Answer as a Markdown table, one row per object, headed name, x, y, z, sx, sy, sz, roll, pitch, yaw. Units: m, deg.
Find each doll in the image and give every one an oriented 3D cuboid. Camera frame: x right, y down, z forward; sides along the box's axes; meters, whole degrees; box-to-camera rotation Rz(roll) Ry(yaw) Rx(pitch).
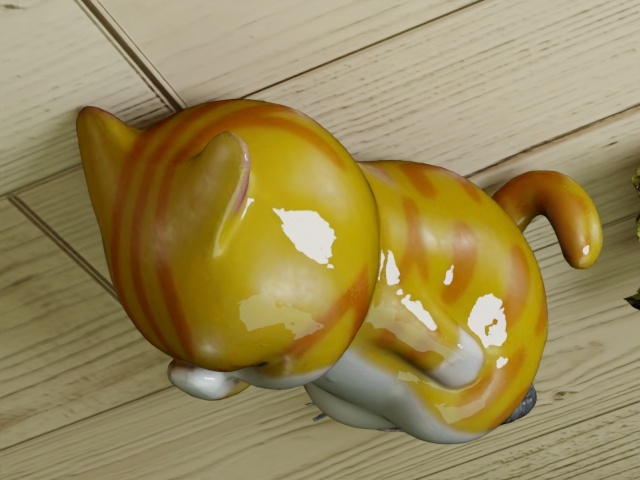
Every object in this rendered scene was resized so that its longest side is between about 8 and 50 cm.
| name | x | y | z | sx | sy | sz | roll | pitch | yaw |
| --- | --- | --- | --- | --- | --- | --- | --- | --- | --- |
| doll | 0.005 | 0.019 | 1.018 | 0.270 | 0.162 | 0.167 | 14 | 170 | -43 |

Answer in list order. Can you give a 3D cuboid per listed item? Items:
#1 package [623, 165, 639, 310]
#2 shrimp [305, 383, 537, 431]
| name | x | y | z | sx | sy | sz | roll | pitch | yaw |
| --- | --- | --- | --- | --- | --- | --- | --- | --- | --- |
| package | 0.285 | -0.023 | 1.110 | 0.226 | 0.090 | 0.168 | -12 | 150 | 4 |
| shrimp | 0.067 | 0.100 | 1.254 | 0.165 | 0.065 | 0.056 | 6 | 111 | -18 |
